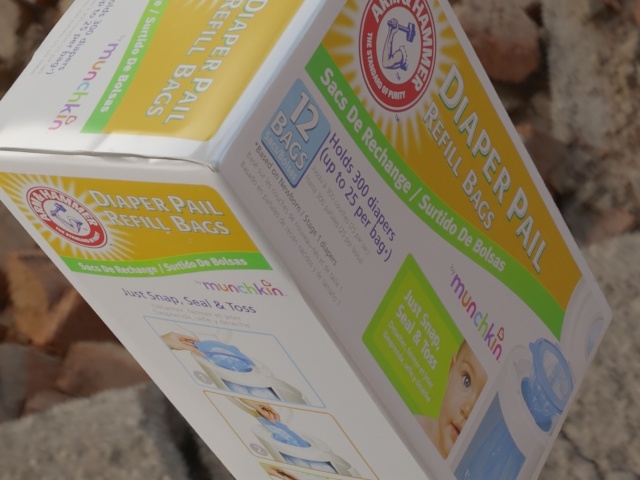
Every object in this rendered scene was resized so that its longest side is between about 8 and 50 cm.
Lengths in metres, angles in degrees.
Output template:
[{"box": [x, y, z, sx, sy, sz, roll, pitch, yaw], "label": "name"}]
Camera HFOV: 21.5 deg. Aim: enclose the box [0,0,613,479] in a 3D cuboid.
[{"box": [0.000, 0.000, 0.551, 0.103, 0.203, 0.114, 5, 54, 38], "label": "box"}]
